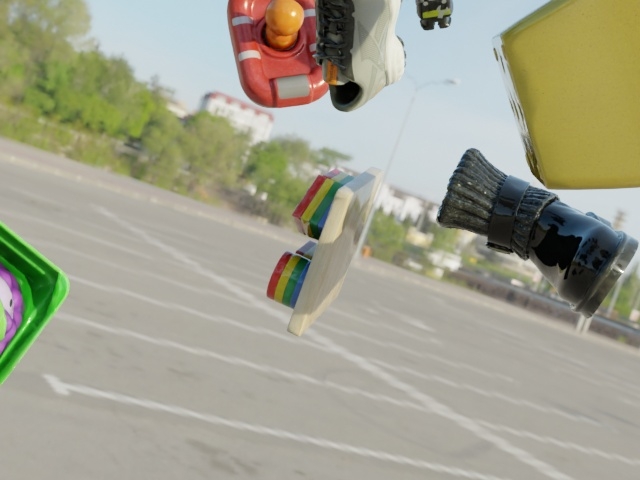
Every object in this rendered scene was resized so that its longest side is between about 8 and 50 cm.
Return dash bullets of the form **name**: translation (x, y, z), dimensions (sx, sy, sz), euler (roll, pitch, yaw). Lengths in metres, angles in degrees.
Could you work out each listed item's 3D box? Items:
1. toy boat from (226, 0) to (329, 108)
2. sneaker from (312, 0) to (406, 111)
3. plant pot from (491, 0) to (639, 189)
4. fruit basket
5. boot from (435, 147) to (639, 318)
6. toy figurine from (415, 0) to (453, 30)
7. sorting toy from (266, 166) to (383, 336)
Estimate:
- **toy boat**: translation (-0.061, -0.329, 1.535), dimensions (0.151, 0.231, 0.151), euler (-10, -14, -11)
- **sneaker**: translation (0.037, -0.256, 1.201), dimensions (0.100, 0.108, 0.271), euler (31, -19, 28)
- **plant pot**: translation (0.268, -0.149, 0.903), dimensions (0.187, 0.212, 0.212), euler (-17, 8, 9)
- **fruit basket**: translation (-0.530, 0.067, 1.330), dimensions (0.392, 0.283, 0.392), euler (29, -20, 11)
- **boot**: translation (0.300, -0.018, 1.444), dimensions (0.260, 0.131, 0.348), euler (29, 10, 0)
- **toy figurine**: translation (0.170, -0.465, 1.583), dimensions (0.209, 0.213, 0.148), euler (36, -24, 30)
- **sorting toy**: translation (0.000, 0.000, 1.695), dimensions (0.089, 0.257, 0.255), euler (23, 18, 10)
